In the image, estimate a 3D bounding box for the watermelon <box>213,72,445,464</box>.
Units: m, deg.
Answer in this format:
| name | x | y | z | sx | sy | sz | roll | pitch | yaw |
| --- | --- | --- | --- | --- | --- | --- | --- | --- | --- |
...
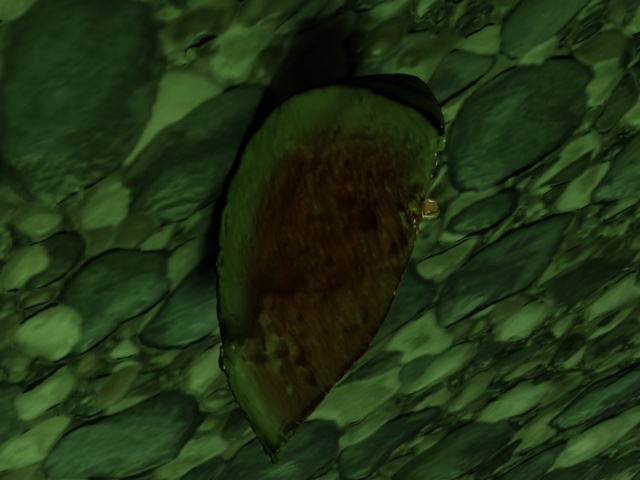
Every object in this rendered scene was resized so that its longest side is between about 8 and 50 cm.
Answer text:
| name | x | y | z | sx | sy | sz | roll | pitch | yaw |
| --- | --- | --- | --- | --- | --- | --- | --- | --- | --- |
| watermelon | 0.006 | 0.001 | 0.916 | 0.063 | 0.119 | 0.245 | -4 | 142 | -28 |
